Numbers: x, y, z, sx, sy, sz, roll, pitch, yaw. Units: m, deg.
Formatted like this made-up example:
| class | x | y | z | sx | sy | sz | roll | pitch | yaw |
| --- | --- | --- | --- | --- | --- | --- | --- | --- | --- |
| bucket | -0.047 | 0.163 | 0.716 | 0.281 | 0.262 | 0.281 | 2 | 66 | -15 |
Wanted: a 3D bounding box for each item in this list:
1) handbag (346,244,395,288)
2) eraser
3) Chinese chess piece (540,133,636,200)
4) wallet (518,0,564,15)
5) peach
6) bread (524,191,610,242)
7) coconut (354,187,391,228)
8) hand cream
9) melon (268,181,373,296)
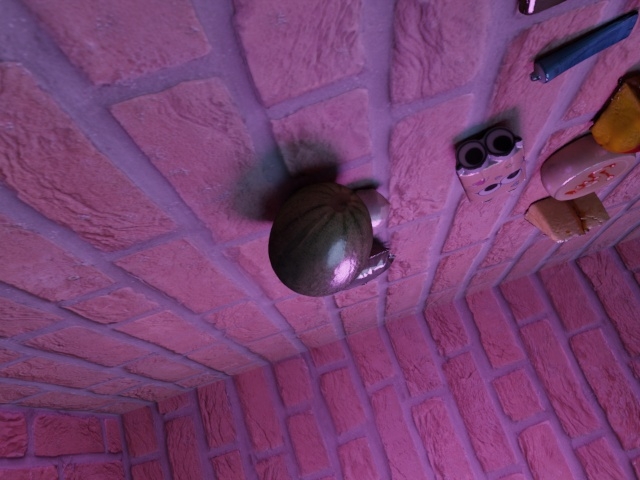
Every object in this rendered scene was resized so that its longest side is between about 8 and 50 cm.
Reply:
| class | x | y | z | sx | sy | sz | roll | pitch | yaw |
| --- | --- | --- | --- | --- | --- | --- | --- | --- | --- |
| handbag | 0.127 | 0.095 | 1.822 | 0.271 | 0.117 | 0.182 | -25 | 167 | 11 |
| eraser | 0.450 | -0.192 | 1.419 | 0.171 | 0.087 | 0.290 | -26 | 158 | 15 |
| Chinese chess piece | 0.808 | -0.225 | 1.624 | 0.273 | 0.102 | 0.273 | -16 | 159 | -6 |
| wallet | 0.370 | -0.439 | 0.821 | 0.110 | 0.031 | 0.198 | -22 | 159 | 5 |
| peach | 0.816 | -0.303 | 1.365 | 0.159 | 0.153 | 0.267 | -19 | 158 | -5 |
| bread | 0.904 | -0.077 | 1.965 | 0.240 | 0.178 | 0.135 | -20 | 158 | -3 |
| coconut | 0.126 | -0.084 | 1.402 | 0.125 | 0.110 | 0.110 | -10 | 157 | -15 |
| hand cream | 0.531 | -0.386 | 1.089 | 0.224 | 0.048 | 0.083 | -27 | 159 | 4 |
| melon | 0.000 | 0.000 | 1.286 | 0.249 | 0.248 | 0.329 | -11 | 153 | -21 |
